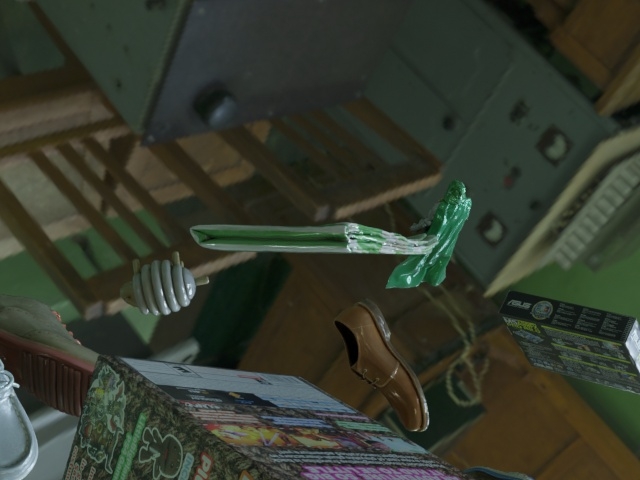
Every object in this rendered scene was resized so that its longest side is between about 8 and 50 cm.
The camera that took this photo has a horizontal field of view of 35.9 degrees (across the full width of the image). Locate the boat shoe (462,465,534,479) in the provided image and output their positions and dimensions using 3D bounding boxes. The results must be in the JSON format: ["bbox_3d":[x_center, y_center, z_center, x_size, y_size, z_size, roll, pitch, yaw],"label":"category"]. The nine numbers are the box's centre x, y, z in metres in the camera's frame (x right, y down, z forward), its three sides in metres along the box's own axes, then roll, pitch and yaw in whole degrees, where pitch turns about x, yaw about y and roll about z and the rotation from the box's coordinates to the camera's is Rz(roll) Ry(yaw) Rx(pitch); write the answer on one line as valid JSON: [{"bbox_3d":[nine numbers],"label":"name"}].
[{"bbox_3d":[0.328,0.483,1.916,0.183,0.066,0.066,-15,-158,48],"label":"boat shoe"}]

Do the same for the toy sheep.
[{"bbox_3d":[-0.230,0.067,1.454,0.132,0.091,0.091,-13,158,3],"label":"toy sheep"}]

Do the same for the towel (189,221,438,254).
[{"bbox_3d":[0.000,0.000,1.384,0.248,0.038,0.325,0,179,26],"label":"towel"}]

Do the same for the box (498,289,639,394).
[{"bbox_3d":[0.510,0.202,1.943,0.060,0.270,0.216,-59,136,-22],"label":"box"}]

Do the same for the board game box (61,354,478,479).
[{"bbox_3d":[-0.036,0.215,0.807,0.232,0.291,0.141,13,95,-41],"label":"board game box"}]

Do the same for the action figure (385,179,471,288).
[{"bbox_3d":[0.201,-0.013,1.719,0.137,0.063,0.232,-12,142,-35],"label":"action figure"}]

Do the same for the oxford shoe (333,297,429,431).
[{"bbox_3d":[0.084,0.194,1.453,0.076,0.212,0.076,-24,167,-34],"label":"oxford shoe"}]

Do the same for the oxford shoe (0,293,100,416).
[{"bbox_3d":[-0.382,0.143,1.390,0.130,0.348,0.123,-65,177,-48],"label":"oxford shoe"}]

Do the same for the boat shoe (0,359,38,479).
[{"bbox_3d":[-0.417,0.130,1.068,0.118,0.320,0.103,-33,179,-31],"label":"boat shoe"}]
